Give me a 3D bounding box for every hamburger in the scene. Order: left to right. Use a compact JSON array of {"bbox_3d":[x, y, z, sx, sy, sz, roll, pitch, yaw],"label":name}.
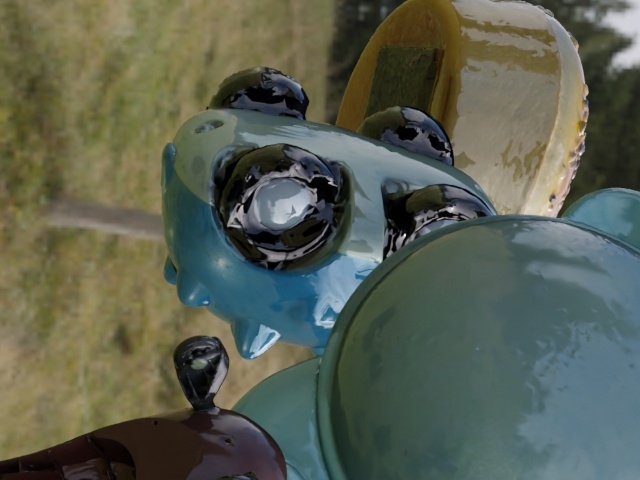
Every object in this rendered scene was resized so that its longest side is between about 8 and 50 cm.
[{"bbox_3d":[0.131,-0.090,1.295,0.300,0.176,0.300,-165,-90,-69],"label":"hamburger"}]

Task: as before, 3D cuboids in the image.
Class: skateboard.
[{"bbox_3d":[-0.085,0.099,0.493,0.080,0.151,0.067,68,3,-51],"label":"skateboard"}]

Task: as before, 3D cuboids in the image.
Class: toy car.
[{"bbox_3d":[0.000,0.000,1.016,0.188,0.255,0.190,-111,-144,-60],"label":"toy car"}]

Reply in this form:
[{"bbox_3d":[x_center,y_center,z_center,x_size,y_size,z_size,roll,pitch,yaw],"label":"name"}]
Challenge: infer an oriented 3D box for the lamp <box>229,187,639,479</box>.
[{"bbox_3d":[0.078,0.097,0.693,0.209,0.284,0.147,66,8,27],"label":"lamp"}]
